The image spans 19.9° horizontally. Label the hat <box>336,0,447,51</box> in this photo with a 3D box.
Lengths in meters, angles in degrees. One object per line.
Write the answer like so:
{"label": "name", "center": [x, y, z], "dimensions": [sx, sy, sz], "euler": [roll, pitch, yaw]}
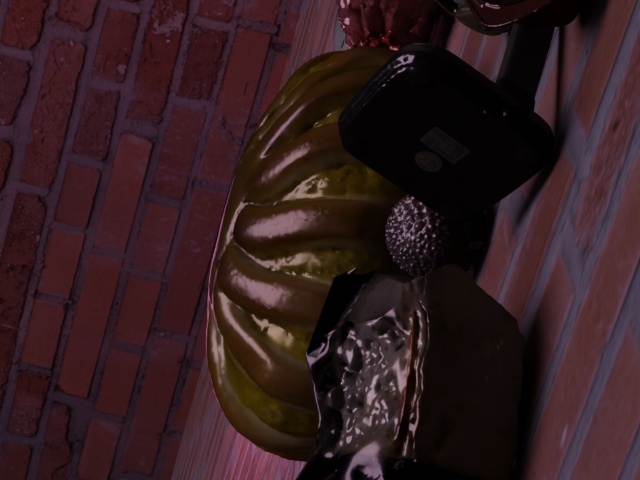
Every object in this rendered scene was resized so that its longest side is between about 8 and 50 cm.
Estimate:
{"label": "hat", "center": [0.069, -0.240, 1.684], "dimensions": [0.237, 0.107, 0.286], "euler": [82, -167, -67]}

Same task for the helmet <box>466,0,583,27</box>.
{"label": "helmet", "center": [0.137, -0.162, 1.119], "dimensions": [0.089, 0.057, 0.111], "euler": [-19, 49, 30]}

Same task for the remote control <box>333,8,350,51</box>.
{"label": "remote control", "center": [0.046, -0.302, 2.293], "dimensions": [0.256, 0.045, 0.097], "euler": [-80, 8, -54]}

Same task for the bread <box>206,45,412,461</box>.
{"label": "bread", "center": [0.000, 0.000, 1.429], "dimensions": [0.333, 0.160, 0.333], "euler": [14, -90, -90]}

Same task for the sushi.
{"label": "sushi", "center": [0.053, 0.141, 1.006], "dimensions": [0.109, 0.134, 0.273], "euler": [-28, 34, 44]}

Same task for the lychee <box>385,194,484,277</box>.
{"label": "lychee", "center": [0.081, -0.006, 1.258], "dimensions": [0.067, 0.083, 0.068], "euler": [-42, -56, -38]}

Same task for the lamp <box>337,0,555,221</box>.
{"label": "lamp", "center": [0.063, -0.159, 1.199], "dimensions": [0.124, 0.203, 0.283], "euler": [-48, 18, 34]}
